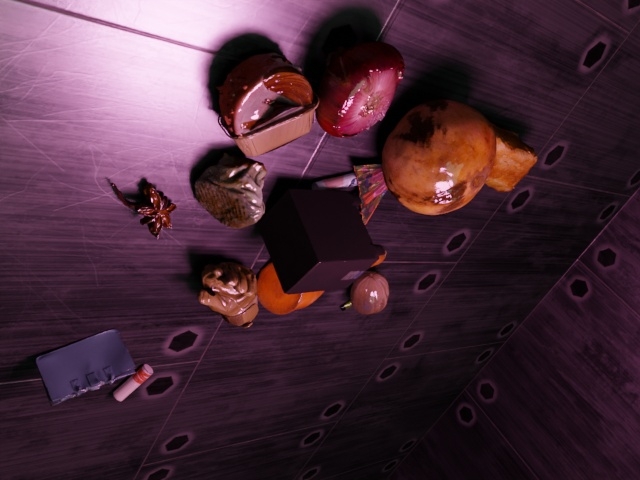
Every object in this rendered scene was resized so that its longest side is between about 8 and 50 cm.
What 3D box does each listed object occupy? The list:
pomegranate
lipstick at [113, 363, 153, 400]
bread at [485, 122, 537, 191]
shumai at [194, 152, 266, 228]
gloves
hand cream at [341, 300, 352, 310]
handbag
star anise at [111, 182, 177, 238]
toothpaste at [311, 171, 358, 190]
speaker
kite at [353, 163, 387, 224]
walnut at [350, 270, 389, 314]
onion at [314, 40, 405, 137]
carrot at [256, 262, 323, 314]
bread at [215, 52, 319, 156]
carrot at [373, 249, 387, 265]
[{"bbox_3d":[0.321,-0.224,1.717,0.322,0.322,0.322,-24,143,-19],"label":"pomegranate"},{"bbox_3d":[-0.560,0.425,1.891,0.130,0.038,0.038,-41,145,5],"label":"lipstick"},{"bbox_3d":[0.522,-0.263,1.965,0.344,0.149,0.195,8,130,-50],"label":"bread"},{"bbox_3d":[-0.206,-0.130,1.529,0.142,0.184,0.184,-53,156,-33],"label":"shumai"},{"bbox_3d":[-0.250,0.133,1.748,0.154,0.141,0.331,-7,152,1],"label":"gloves"},{"bbox_3d":[0.126,0.216,2.270,0.122,0.023,0.036,-32,156,-5],"label":"hand cream"},{"bbox_3d":[-0.610,0.328,1.644,0.221,0.144,0.057,-17,142,-28],"label":"handbag"},{"bbox_3d":[-0.400,-0.082,1.437,0.097,0.070,0.191,-60,147,-16],"label":"star anise"},{"bbox_3d":[0.067,-0.166,1.777,0.205,0.036,0.056,-16,142,-34],"label":"toothpaste"},{"bbox_3d":[0.000,0.000,1.712,0.254,0.232,0.184,-2,150,-42],"label":"speaker"},{"bbox_3d":[0.160,-0.161,1.865,0.234,0.016,0.321,-39,154,-14],"label":"kite"},{"bbox_3d":[0.169,0.180,2.175,0.140,0.140,0.162,-14,148,-30],"label":"walnut"},{"bbox_3d":[0.086,-0.354,1.467,0.248,0.161,0.248,-23,146,-16],"label":"onion"},{"bbox_3d":[-0.065,0.129,1.925,0.225,0.159,0.159,-8,137,-56],"label":"carrot"},{"bbox_3d":[-0.113,-0.294,1.377,0.224,0.142,0.212,-27,147,-13],"label":"bread"},{"bbox_3d":[0.100,0.093,2.084,0.271,0.066,0.062,-27,100,-10],"label":"carrot"}]
